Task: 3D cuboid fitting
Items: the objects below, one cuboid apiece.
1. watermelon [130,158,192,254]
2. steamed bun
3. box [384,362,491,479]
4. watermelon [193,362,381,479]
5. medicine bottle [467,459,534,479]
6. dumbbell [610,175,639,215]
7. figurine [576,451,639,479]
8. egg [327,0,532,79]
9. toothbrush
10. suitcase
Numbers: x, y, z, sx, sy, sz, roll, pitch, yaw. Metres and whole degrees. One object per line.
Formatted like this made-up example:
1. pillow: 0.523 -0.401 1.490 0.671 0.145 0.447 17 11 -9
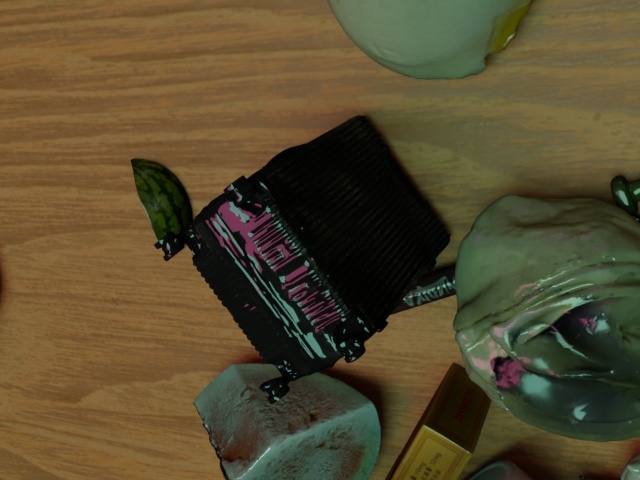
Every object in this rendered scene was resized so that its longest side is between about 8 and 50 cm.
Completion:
1. watermelon: -0.236 -0.053 1.177 0.069 0.087 0.163 -21 105 -10
2. steamed bun: 0.299 0.106 0.890 0.320 0.206 0.275 32 117 -8
3. box: 0.141 0.330 1.078 0.076 0.174 0.274 29 118 12
4. watermelon: -0.038 0.318 1.130 0.289 0.213 0.320 -28 85 27
5. medicine bottle: 0.303 0.482 1.019 0.325 0.256 0.256 41 119 5
6. dumbbell: 0.403 -0.070 0.893 0.118 0.046 0.052 -24 92 28
7. figurine: 0.426 0.314 0.995 0.132 0.132 0.154 38 107 7
8. egg: 0.100 -0.316 0.862 0.264 0.174 0.286 4 114 26
9. toothbrush: 0.238 0.031 1.006 0.364 0.041 0.041 -21 99 26
10. suitcase: 0.000 0.000 0.927 0.152 0.335 0.230 -33 94 34
